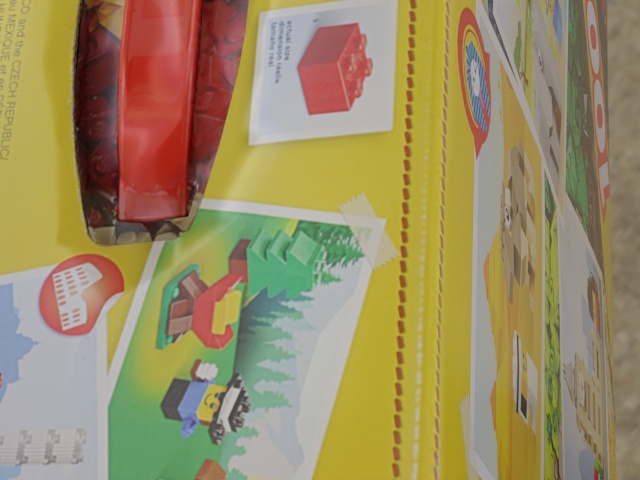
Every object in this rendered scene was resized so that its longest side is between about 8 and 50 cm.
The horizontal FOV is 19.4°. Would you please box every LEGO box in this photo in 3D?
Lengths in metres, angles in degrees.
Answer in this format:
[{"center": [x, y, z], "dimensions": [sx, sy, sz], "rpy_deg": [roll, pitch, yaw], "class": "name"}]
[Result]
[{"center": [0.000, 0.000, 0.748], "dimensions": [0.193, 0.372, 0.500], "rpy_deg": [-5, 63, 16], "class": "LEGO box"}]
